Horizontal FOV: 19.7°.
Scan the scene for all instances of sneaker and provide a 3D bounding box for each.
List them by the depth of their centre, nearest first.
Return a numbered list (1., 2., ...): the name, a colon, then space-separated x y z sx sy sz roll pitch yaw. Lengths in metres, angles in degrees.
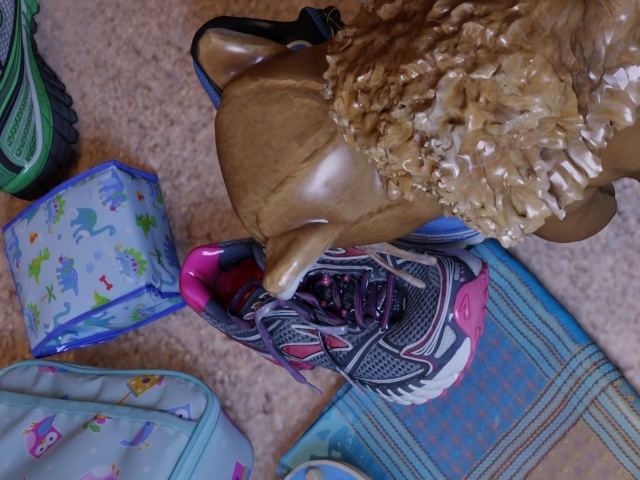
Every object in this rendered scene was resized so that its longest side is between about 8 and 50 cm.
1. sneaker: 0.008 0.053 1.393 0.299 0.112 0.121 -3 69 50
2. sneaker: 0.022 -0.093 1.416 0.330 0.147 0.130 21 76 35
3. sneaker: -0.337 -0.204 1.708 0.134 0.146 0.343 -37 63 26

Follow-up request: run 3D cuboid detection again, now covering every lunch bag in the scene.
1. lunch bag: -0.205 0.204 1.531 0.279 0.108 0.224 4 55 34
2. lunch bag: -0.204 0.020 1.608 0.151 0.096 0.129 -24 69 20

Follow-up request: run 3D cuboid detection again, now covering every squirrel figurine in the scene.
1. squirrel figurine: 0.103 -0.108 1.140 0.370 0.397 0.281 -14 81 6

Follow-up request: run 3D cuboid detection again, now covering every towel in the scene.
1. towel: 0.145 0.206 1.363 0.271 0.040 0.370 -51 58 19

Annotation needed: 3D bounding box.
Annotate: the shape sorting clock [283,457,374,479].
1. shape sorting clock: 0.018 0.268 1.402 0.206 0.040 0.206 21 118 47
